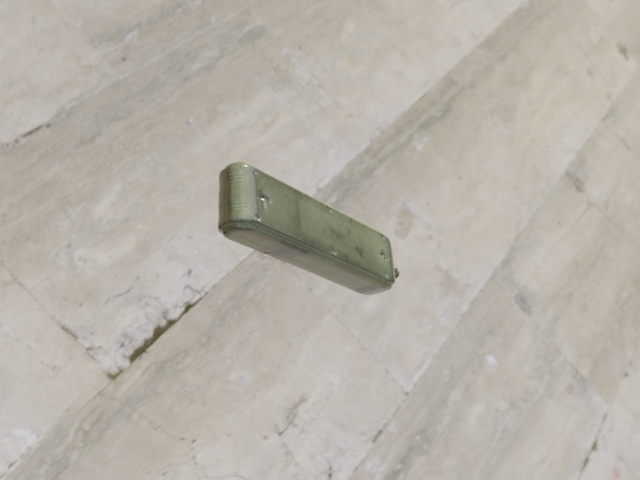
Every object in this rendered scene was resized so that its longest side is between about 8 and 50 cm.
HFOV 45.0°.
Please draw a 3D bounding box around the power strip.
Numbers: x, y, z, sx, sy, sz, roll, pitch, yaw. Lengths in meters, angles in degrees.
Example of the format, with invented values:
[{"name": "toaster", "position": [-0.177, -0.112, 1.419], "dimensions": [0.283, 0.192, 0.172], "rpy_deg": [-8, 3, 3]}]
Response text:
[{"name": "power strip", "position": [0.000, 0.000, 1.040], "dimensions": [0.387, 0.066, 0.092], "rpy_deg": [25, 56, -49]}]
